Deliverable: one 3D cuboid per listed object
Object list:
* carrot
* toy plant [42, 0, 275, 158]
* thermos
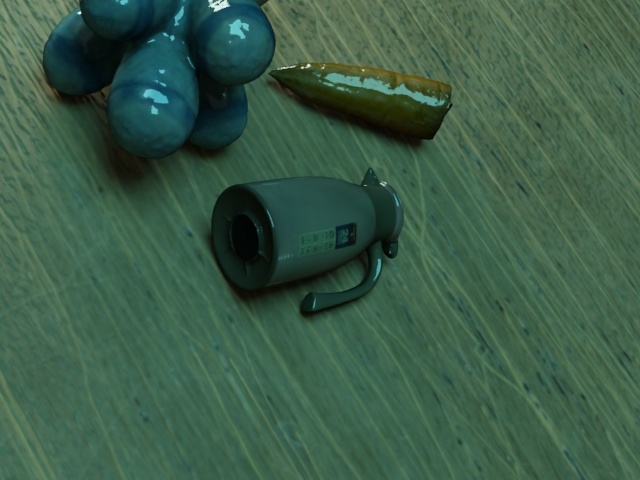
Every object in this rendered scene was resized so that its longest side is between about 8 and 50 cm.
[{"bbox_3d":[0.041,-0.162,1.567,0.205,0.072,0.072,11,55,-11],"label":"carrot"},{"bbox_3d":[-0.148,-0.225,1.421,0.247,0.247,0.332,21,59,-14],"label":"toy plant"},{"bbox_3d":[0.000,0.000,1.420,0.193,0.105,0.137,-11,91,-39],"label":"thermos"}]
